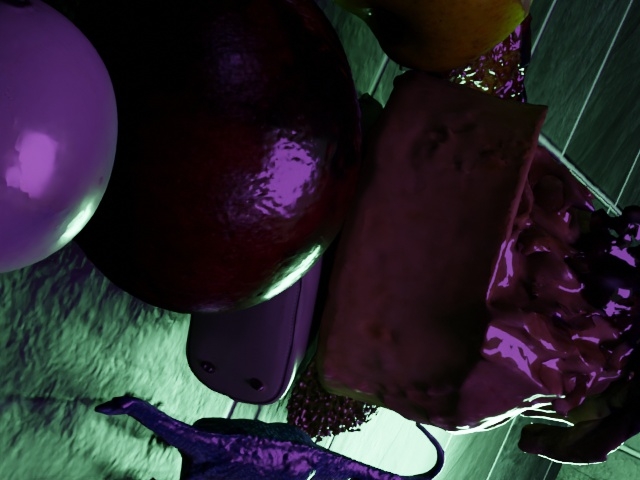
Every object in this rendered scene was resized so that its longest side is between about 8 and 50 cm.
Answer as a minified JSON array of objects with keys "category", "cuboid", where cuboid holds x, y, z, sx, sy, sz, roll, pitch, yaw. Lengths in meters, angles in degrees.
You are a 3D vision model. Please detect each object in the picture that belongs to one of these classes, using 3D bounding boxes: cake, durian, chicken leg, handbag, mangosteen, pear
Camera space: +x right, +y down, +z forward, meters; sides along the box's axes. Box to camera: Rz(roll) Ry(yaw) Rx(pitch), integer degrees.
[{"category":"cake","cuboid":[0.181,0.032,1.338,0.332,0.321,0.332,17,90,-83]},{"category":"durian","cuboid":[0.038,0.143,1.590,0.148,0.091,0.188,-23,132,-59]},{"category":"chicken leg","cuboid":[0.169,-0.144,1.625,0.177,0.083,0.322,-40,146,-31]},{"category":"handbag","cuboid":[0.000,0.000,1.346,0.315,0.109,0.241,-40,148,-54]},{"category":"mangosteen","cuboid":[-0.108,-0.066,0.937,0.262,0.235,0.235,-3,125,-17]},{"category":"pear","cuboid":[0.123,-0.271,1.272,0.292,0.159,0.292,-49,156,-32]}]

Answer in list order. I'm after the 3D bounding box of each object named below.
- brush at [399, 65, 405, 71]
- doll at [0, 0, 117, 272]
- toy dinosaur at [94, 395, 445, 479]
[{"category":"brush","cuboid":[0.087,-0.203,1.451,0.024,0.008,0.083,-44,150,-46]},{"category":"doll","cuboid":[-0.206,-0.034,0.694,0.251,0.221,0.221,-63,158,-4]},{"category":"toy dinosaur","cuboid":[-0.062,0.199,1.326,0.147,0.363,0.076,-37,-134,46]}]
